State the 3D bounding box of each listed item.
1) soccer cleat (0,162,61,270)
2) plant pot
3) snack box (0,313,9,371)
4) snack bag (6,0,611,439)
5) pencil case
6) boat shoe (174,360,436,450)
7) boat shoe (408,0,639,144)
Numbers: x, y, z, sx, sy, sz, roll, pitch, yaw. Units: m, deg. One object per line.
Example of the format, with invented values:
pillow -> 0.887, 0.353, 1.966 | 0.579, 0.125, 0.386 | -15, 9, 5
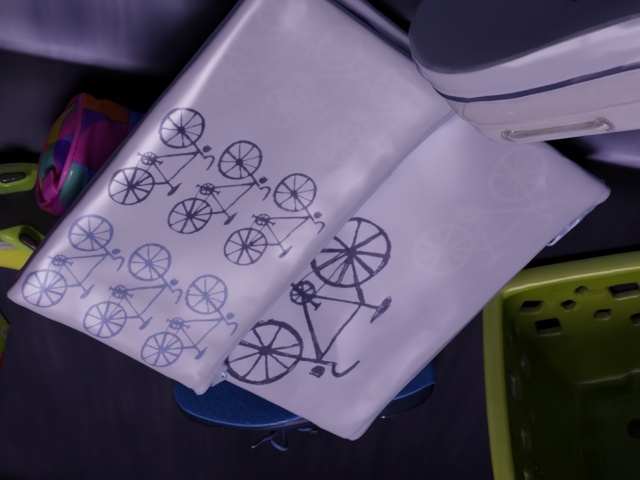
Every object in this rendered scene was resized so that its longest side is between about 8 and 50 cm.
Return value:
soccer cleat -> -0.267, -0.020, 1.030 | 0.289, 0.093, 0.121 | 9, 176, -17
plant pot -> 0.280, 0.154, 1.116 | 0.227, 0.228, 0.207 | -9, 153, 18
snack box -> -0.355, 0.103, 1.120 | 0.070, 0.174, 0.207 | -4, 147, 9
snack bag -> 0.000, 0.000, 0.925 | 0.342, 0.037, 0.323 | 31, 112, -30
pencil case -> -0.098, -0.030, 0.961 | 0.236, 0.104, 0.104 | 21, 143, -22
boat shoe -> -0.014, 0.162, 1.252 | 0.258, 0.109, 0.089 | 1, 151, 7
boat shoe -> 0.249, -0.119, 0.770 | 0.367, 0.136, 0.156 | -12, 144, 27
